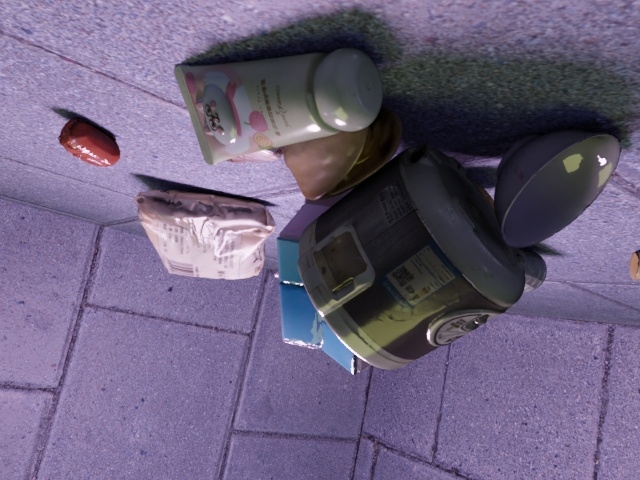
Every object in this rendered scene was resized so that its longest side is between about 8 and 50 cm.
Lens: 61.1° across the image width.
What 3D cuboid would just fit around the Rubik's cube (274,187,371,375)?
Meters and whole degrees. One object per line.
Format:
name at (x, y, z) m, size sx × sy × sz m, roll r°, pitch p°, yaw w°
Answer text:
Rubik's cube at (0.083, 0.076, 1.188) m, size 0.358 × 0.387 × 0.368 m, roll 11°, pitch -148°, yaw 17°

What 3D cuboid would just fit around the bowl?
bowl at (0.298, -0.087, 0.733) m, size 0.189 × 0.189 × 0.086 m, roll 23°, pitch -153°, yaw -49°

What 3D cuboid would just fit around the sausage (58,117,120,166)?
sausage at (-0.474, -0.198, 1.115) m, size 0.076 × 0.076 × 0.141 m, roll 8°, pitch 171°, yaw 22°

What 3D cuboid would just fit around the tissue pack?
tissue pack at (-0.336, -0.013, 1.620) m, size 0.390 × 0.195 × 0.375 m, roll 9°, pitch 155°, yaw -5°

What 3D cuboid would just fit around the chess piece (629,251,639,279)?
chess piece at (0.769, 0.060, 1.214) m, size 0.122 × 0.066 × 0.066 m, roll 3°, pitch 169°, yaw 16°

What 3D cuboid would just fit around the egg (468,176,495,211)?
egg at (0.254, -0.053, 0.978) m, size 0.140 × 0.116 × 0.118 m, roll 6°, pitch 135°, yaw 57°

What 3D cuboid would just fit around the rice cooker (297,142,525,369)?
rice cooker at (0.126, 0.031, 0.810) m, size 0.277 × 0.288 × 0.288 m, roll -36°, pitch 145°, yaw 25°

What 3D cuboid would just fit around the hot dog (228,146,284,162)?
hot dog at (-0.130, -0.169, 0.938) m, size 0.108 × 0.059 × 0.191 m, roll 22°, pitch 168°, yaw -40°

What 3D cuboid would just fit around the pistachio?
pistachio at (0.027, -0.130, 0.766) m, size 0.130 × 0.131 × 0.206 m, roll 8°, pitch 165°, yaw -30°

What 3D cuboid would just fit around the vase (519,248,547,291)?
vase at (0.449, 0.051, 1.339) m, size 0.143 × 0.143 × 0.299 m, roll 2°, pitch 170°, yaw 44°

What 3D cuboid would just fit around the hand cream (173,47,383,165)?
hand cream at (-0.066, -0.176, 0.693) m, size 0.306 × 0.147 × 0.093 m, roll 2°, pitch -152°, yaw 38°
